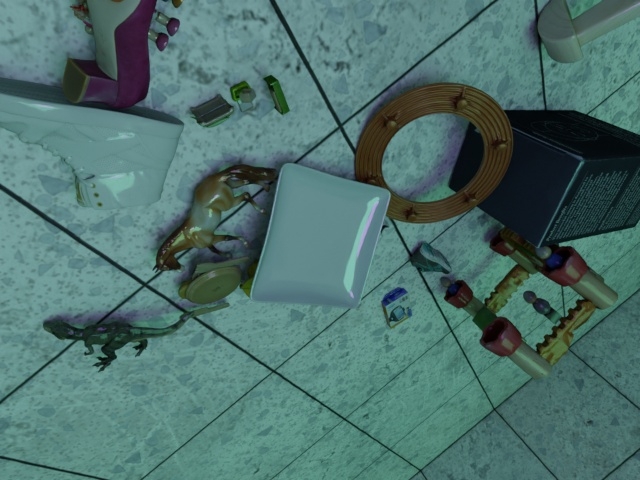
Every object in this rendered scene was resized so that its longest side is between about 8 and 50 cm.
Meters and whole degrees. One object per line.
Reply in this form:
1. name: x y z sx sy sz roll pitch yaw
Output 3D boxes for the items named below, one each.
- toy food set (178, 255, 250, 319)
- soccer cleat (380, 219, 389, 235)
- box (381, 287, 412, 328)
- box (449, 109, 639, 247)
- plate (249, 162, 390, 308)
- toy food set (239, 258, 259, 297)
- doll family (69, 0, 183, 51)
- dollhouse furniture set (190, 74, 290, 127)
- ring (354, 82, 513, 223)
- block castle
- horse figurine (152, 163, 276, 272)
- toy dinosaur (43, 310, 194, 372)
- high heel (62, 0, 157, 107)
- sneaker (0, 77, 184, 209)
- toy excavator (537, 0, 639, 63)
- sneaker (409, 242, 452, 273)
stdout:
1. toy food set: -0.224 0.086 0.907 0.132 0.039 0.192 -11 146 -37
2. soccer cleat: 0.131 -0.019 1.077 0.083 0.036 0.029 -39 136 -1
3. box: 0.228 0.199 1.316 0.081 0.028 0.136 -30 136 -10
4. box: 0.577 -0.169 1.069 0.395 0.293 0.212 -8 127 -28
5. plate: 0.000 0.000 0.919 0.277 0.045 0.278 10 100 -33
6. toy food set: -0.081 0.078 1.002 0.217 0.071 0.128 6 144 -34
7. doll family: -0.219 -0.375 0.537 0.262 0.119 0.163 -36 147 28
8. dollhouse furniture set: -0.132 -0.212 0.728 0.151 0.076 0.059 -31 134 -10
9. ring: 0.241 -0.165 0.941 0.336 0.032 0.337 -1 130 -2
10. block castle: 0.504 0.123 1.168 0.212 0.453 0.303 38 99 -3
11. horse figurine: -0.190 -0.047 0.829 0.174 0.066 0.263 13 118 -46
12. toy dinosaur: -0.392 0.197 0.876 0.267 0.064 0.118 -1 133 -26
13. high heel: -0.225 -0.266 0.549 0.244 0.082 0.117 -52 169 30
14. sneaker: -0.356 -0.122 0.631 0.292 0.108 0.169 5 117 -37
15. toy excavator: 0.688 -0.584 0.846 0.222 0.432 0.446 30 76 -44
16. sneaker: 0.310 0.063 1.252 0.076 0.065 0.166 -39 135 23
